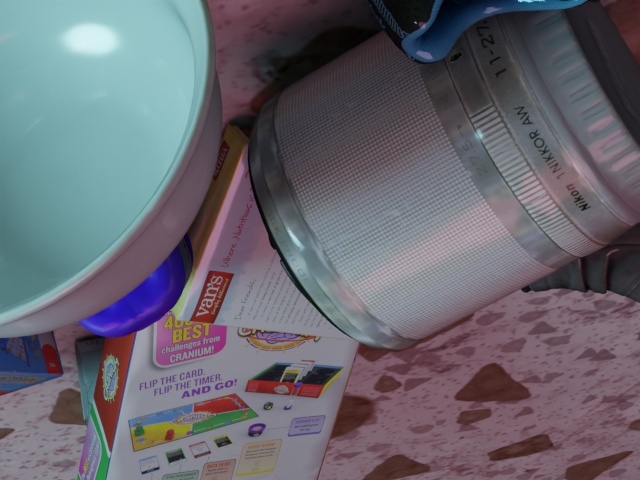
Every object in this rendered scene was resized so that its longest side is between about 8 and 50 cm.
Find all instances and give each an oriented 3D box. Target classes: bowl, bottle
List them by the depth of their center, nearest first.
[{"bbox_3d":[-0.178,-0.055,0.992,0.298,0.298,0.134,-19,149,13],"label":"bowl"},{"bbox_3d":[-0.152,0.001,1.199,0.092,0.118,0.283,-31,-176,1],"label":"bottle"}]

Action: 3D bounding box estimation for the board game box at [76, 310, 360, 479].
[{"bbox_3d":[-0.094,0.145,1.491,0.242,0.064,0.316,-3,128,-27],"label":"board game box"}]

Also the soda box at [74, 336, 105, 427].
[{"bbox_3d":[-0.193,0.198,1.664,0.098,0.091,0.286,-10,151,-5],"label":"soda box"}]

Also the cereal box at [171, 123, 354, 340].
[{"bbox_3d":[0.000,0.000,1.350,0.240,0.047,0.173,10,115,-32],"label":"cereal box"}]

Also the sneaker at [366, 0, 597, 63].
[{"bbox_3d":[0.186,-0.218,1.003,0.341,0.140,0.125,-21,147,14],"label":"sneaker"}]

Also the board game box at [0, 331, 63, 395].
[{"bbox_3d":[-0.424,0.117,1.340,0.302,0.086,0.308,-18,170,11],"label":"board game box"}]

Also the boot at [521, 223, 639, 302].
[{"bbox_3d":[0.269,-0.068,1.314,0.222,0.118,0.338,11,126,13],"label":"boot"}]

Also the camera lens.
[{"bbox_3d":[0.101,-0.061,1.160,0.274,0.219,0.219,-29,147,21],"label":"camera lens"}]
